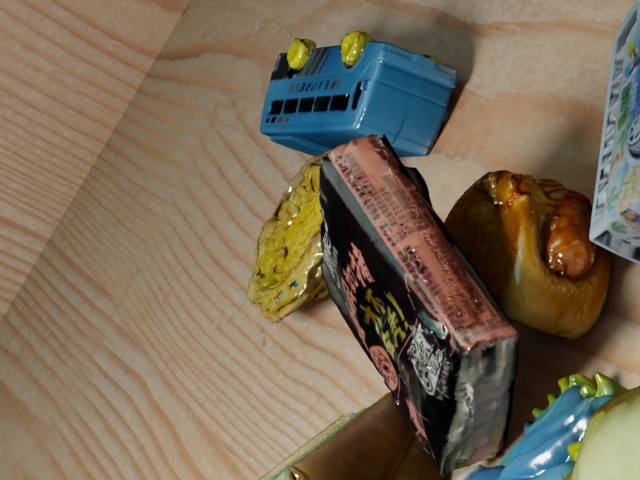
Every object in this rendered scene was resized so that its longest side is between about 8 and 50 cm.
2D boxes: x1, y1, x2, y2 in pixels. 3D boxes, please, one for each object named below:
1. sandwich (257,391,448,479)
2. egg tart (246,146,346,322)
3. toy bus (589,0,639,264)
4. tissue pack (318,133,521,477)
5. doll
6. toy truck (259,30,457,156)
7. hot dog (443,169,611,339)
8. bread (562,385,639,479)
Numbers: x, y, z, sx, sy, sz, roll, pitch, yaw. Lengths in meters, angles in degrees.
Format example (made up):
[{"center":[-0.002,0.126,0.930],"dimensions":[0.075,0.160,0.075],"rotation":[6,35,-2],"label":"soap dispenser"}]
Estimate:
[{"center":[0.030,0.260,1.887],"dimensions":[0.108,0.220,0.186],"rotation":[-36,33,45],"label":"sandwich"},{"center":[0.000,0.000,2.391],"dimensions":[0.291,0.107,0.291],"rotation":[-51,23,30],"label":"egg tart"},{"center":[0.372,-0.136,1.814],"dimensions":[0.136,0.109,0.330],"rotation":[-47,24,53],"label":"toy bus"},{"center":[0.109,0.064,1.848],"dimensions":[0.245,0.123,0.332],"rotation":[91,154,-48],"label":"tissue pack"},{"center":[0.189,0.252,1.642],"dimensions":[0.341,0.099,0.346],"rotation":[-56,5,38],"label":"doll"},{"center":[0.052,-0.210,2.470],"dimensions":[0.385,0.161,0.162],"rotation":[6,79,64],"label":"toy truck"},{"center":[0.233,0.003,1.877],"dimensions":[0.153,0.150,0.256],"rotation":[-67,22,8],"label":"hot dog"},{"center":[0.329,0.255,1.329],"dimensions":[0.341,0.210,0.300],"rotation":[138,133,-56],"label":"bread"}]
